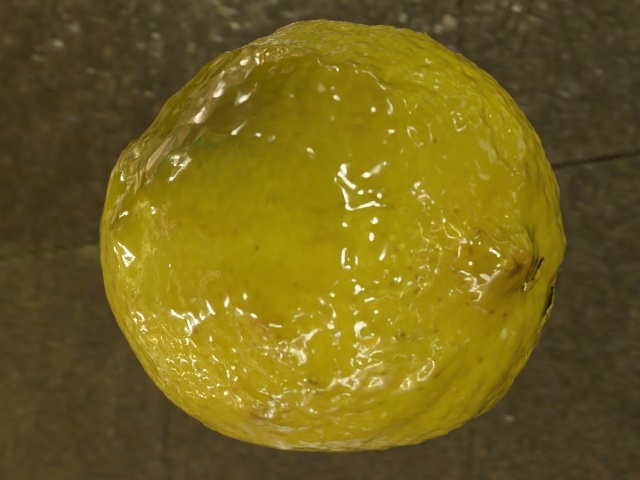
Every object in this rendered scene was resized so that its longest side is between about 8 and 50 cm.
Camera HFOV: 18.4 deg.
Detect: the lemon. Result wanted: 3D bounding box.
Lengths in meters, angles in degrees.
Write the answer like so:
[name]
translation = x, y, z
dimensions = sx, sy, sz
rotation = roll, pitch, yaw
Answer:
[lemon]
translation = 0.000, 0.000, 1.217
dimensions = 0.321, 0.268, 0.268
rotation = 2, 85, 37
